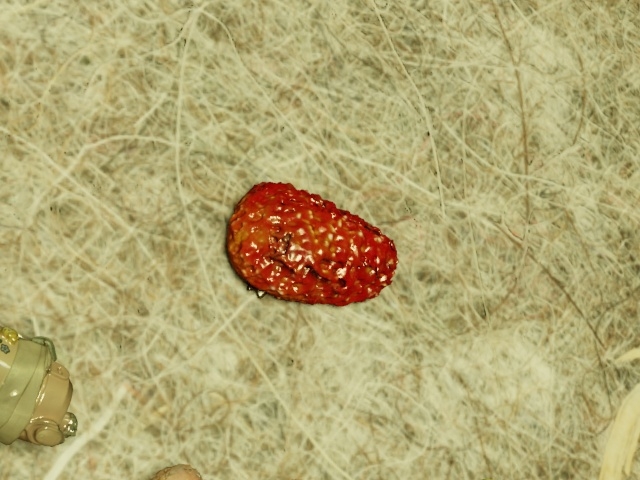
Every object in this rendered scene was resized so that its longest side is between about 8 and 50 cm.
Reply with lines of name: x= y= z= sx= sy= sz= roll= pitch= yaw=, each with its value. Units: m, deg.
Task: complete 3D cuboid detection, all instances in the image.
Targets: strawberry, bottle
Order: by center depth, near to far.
bottle: x=-0.271 y=0.117 z=1.038 sx=0.152 sy=0.099 sz=0.099 roll=28 pitch=66 yaw=-26
strawberry: x=0.000 y=0.000 z=1.214 sx=0.188 sy=0.082 sz=0.121 roll=9 pitch=70 yaw=-22

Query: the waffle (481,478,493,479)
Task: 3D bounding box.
waffle: x=0.083 y=0.368 z=1.093 sx=0.325 sy=0.068 sz=0.302 roll=-17 pitch=117 yaw=-39

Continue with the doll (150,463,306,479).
doll: x=-0.014 y=0.298 z=1.089 sx=0.303 sy=0.156 sz=0.201 roll=9 pitch=66 yaw=-30
